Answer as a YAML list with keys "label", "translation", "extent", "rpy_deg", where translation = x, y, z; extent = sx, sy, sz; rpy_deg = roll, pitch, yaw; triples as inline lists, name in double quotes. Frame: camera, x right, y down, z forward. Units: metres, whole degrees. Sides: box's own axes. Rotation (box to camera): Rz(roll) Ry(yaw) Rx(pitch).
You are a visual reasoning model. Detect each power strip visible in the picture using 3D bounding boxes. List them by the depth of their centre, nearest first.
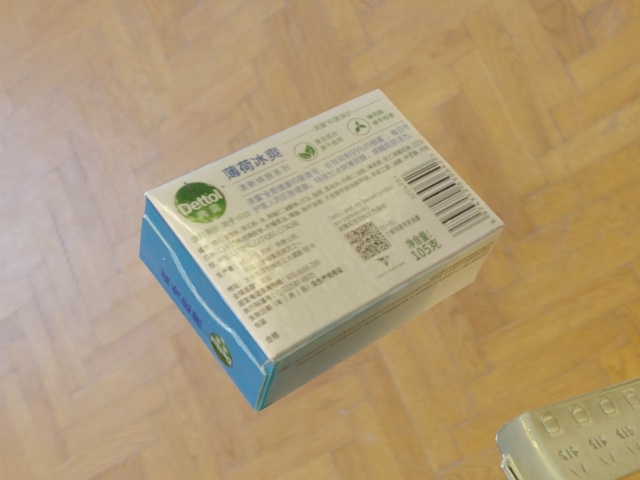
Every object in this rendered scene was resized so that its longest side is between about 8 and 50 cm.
- label: "power strip"
  translation: [0.208, 0.131, 0.736]
  extent: [0.027, 0.252, 0.060]
  rpy_deg: [-46, 63, 36]

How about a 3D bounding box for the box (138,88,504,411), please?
- label: "box"
  translation: [0.000, 0.000, 0.699]
  extent: [0.139, 0.194, 0.073]
  rpy_deg: [50, 149, 22]
